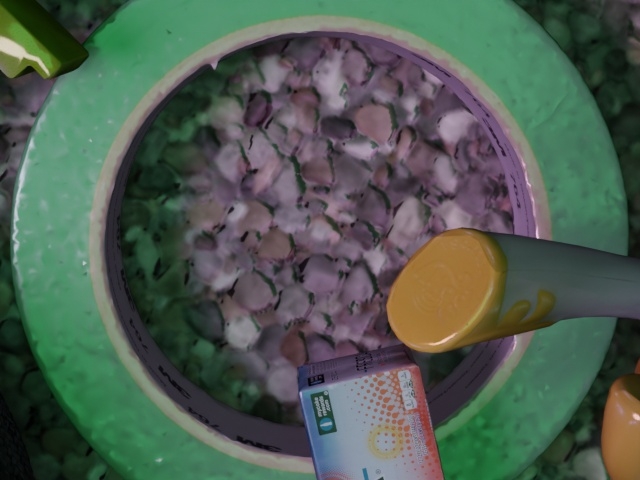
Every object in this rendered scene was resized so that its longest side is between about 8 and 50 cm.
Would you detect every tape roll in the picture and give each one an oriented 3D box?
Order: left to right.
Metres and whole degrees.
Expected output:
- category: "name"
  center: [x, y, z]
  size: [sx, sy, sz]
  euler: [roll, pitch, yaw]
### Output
- category: "tape roll"
  center: [0.000, 0.000, 0.776]
  size: [0.321, 0.077, 0.321]
  euler: [0, 95, -1]

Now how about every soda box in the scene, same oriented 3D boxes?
- category: "soda box"
  center: [0.037, 0.149, 0.726]
  size: [0.063, 0.058, 0.183]
  euler: [-12, 97, -1]

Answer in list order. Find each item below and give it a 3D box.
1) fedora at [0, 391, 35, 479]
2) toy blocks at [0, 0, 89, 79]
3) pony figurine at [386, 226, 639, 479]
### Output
- category: "fedora"
  center: [-0.247, 0.128, 0.716]
  size: [0.153, 0.334, 0.334]
  euler: [-15, 98, -44]
- category: "toy blocks"
  center: [-0.335, -0.136, 0.720]
  size: [0.381, 0.191, 0.261]
  euler: [44, 105, -5]
- category: "pony figurine"
  center: [0.236, -0.011, 0.663]
  size: [0.351, 0.363, 0.303]
  euler: [-49, 57, 8]
